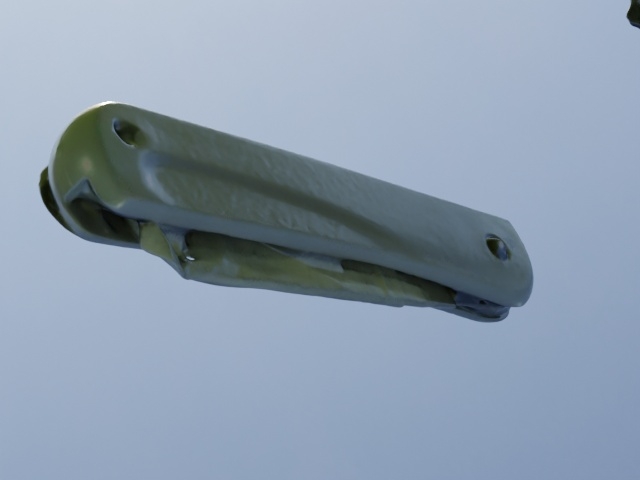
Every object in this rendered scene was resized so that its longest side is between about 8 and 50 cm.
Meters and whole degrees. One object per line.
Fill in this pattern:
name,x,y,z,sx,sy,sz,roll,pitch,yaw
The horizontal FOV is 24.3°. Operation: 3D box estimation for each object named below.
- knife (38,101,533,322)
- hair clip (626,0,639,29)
knife,-0.001,-0.002,0.645,0.040,0.265,0.073,-47,-129,29
hair clip,0.295,-0.174,1.232,0.084,0.106,0.292,-37,-113,41
